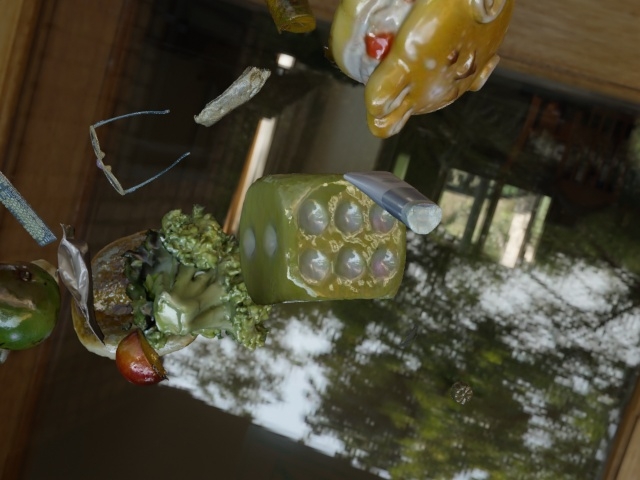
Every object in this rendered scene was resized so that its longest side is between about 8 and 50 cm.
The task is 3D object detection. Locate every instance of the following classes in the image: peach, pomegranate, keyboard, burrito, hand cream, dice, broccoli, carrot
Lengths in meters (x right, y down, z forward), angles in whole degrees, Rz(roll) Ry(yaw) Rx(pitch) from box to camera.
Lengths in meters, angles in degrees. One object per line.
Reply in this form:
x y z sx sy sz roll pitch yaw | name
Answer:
-0.273 0.186 1.314 0.098 0.061 0.098 60 177 5 | peach
-0.584 0.142 1.648 0.180 0.209 0.180 21 -157 -9 | pomegranate
-0.508 -0.063 1.450 0.055 0.014 0.176 -18 117 44 | keyboard
-0.219 -0.356 2.151 0.063 0.230 0.058 44 -158 -33 | burrito
0.107 -0.067 1.286 0.080 0.048 0.255 2 -162 -17 | hand cream
0.000 0.000 1.546 0.238 0.226 0.233 0 179 -27 | dice
-0.267 0.122 1.807 0.348 0.293 0.281 44 -163 2 | broccoli
-0.100 -0.638 2.195 0.114 0.114 0.301 9 -129 -44 | carrot

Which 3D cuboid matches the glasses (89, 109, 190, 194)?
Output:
-0.454 -0.228 2.152 0.221 0.189 0.088 -22 -170 6 | glasses

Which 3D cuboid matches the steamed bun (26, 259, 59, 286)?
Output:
-0.667 0.149 1.989 0.141 0.155 0.172 -4 -151 25 | steamed bun

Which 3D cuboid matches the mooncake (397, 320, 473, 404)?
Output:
0.275 0.292 2.074 0.347 0.150 0.057 25 -176 -42 | mooncake

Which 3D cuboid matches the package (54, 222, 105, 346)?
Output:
-0.484 0.090 1.756 0.062 0.250 0.204 -16 -177 -10 | package

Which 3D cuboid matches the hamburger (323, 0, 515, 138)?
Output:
0.146 -0.295 1.237 0.186 0.303 0.261 46 157 23 | hamburger

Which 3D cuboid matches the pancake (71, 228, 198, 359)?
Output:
-0.427 0.123 2.100 0.387 0.386 0.082 21 155 27 | pancake
